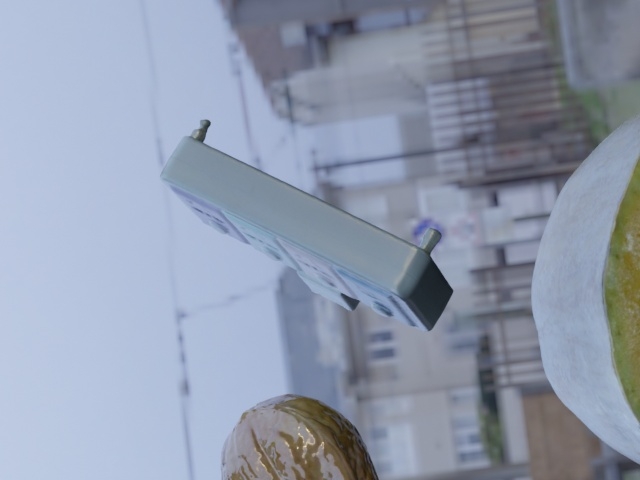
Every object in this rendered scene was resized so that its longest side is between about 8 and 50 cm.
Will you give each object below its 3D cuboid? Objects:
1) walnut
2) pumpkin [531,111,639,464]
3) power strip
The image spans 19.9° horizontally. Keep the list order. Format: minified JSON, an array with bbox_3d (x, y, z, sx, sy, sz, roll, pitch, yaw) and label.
[{"bbox_3d":[-0.011,0.161,1.198,0.124,0.105,0.105,52,178,17],"label":"walnut"},{"bbox_3d":[0.317,0.027,1.379,0.199,0.332,0.332,-173,74,-73],"label":"pumpkin"},{"bbox_3d":[0.000,0.000,1.320,0.061,0.215,0.145,-58,-25,-11],"label":"power strip"}]
